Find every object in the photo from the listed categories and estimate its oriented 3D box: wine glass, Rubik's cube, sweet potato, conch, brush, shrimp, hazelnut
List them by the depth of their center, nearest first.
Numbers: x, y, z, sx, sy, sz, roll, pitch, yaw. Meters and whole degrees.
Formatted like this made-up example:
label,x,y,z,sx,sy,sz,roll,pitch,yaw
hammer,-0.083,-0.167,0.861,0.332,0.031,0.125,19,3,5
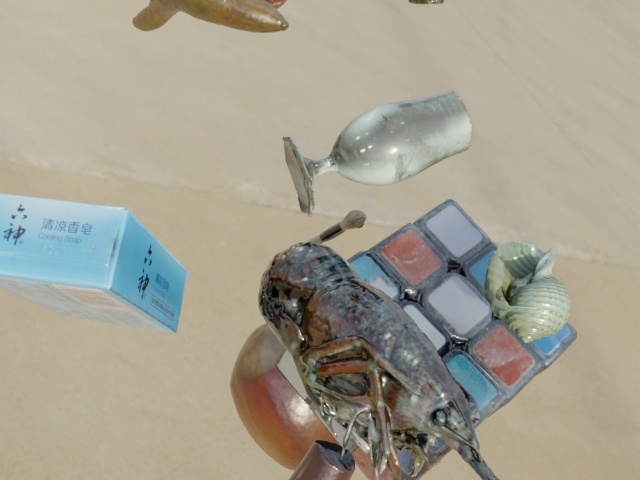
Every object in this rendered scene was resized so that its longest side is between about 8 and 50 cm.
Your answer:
label,x,y,z,sx,sy,sz,roll,pitch,yaw
shrimp,0.065,0.144,0.736,0.372,0.137,0.172,54,14,30
wine glass,0.070,-0.111,0.880,0.222,0.103,0.103,-20,52,-9
conch,0.306,0.082,1.094,0.135,0.102,0.153,18,40,-8
sweet potato,-0.207,-0.385,1.170,0.346,0.108,0.079,13,46,35
Rubik's cube,0.180,0.194,1.322,0.363,0.362,0.359,45,51,15
hazelnut,-0.036,0.338,1.673,0.366,0.365,0.365,21,36,-16
brush,0.000,0.000,1.678,0.042,0.299,0.039,8,62,-41

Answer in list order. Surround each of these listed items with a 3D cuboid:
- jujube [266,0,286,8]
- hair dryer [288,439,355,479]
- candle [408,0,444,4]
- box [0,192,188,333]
label,x,y,z,sx,sy,sz,roll,pitch,yaw
jujube,-0.103,-0.525,1.305,0.168,0.236,0.168,21,-6,2
hair dryer,0.007,0.438,0.785,0.123,0.312,0.340,19,18,-46
candle,0.144,-0.383,0.959,0.052,0.130,0.052,0,23,0
box,-0.239,0.031,0.750,0.143,0.232,0.083,6,75,7
